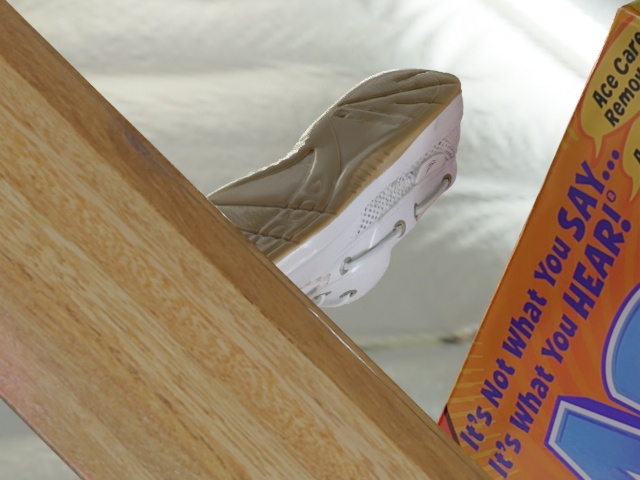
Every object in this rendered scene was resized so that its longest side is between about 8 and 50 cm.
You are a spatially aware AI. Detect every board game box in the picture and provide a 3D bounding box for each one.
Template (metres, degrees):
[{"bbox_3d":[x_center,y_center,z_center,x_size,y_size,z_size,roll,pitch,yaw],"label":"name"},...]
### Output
[{"bbox_3d":[0.327,0.059,1.081,0.356,0.356,0.356,27,-157,15],"label":"board game box"}]

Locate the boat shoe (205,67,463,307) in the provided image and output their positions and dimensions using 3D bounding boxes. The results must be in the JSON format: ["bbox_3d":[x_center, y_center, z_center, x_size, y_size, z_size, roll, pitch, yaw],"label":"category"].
[{"bbox_3d":[0.000,0.000,0.969,0.098,0.096,0.277,17,-136,41],"label":"boat shoe"}]

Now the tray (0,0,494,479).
[{"bbox_3d":[-0.059,0.028,0.475,0.411,0.076,0.203,44,169,3],"label":"tray"}]
